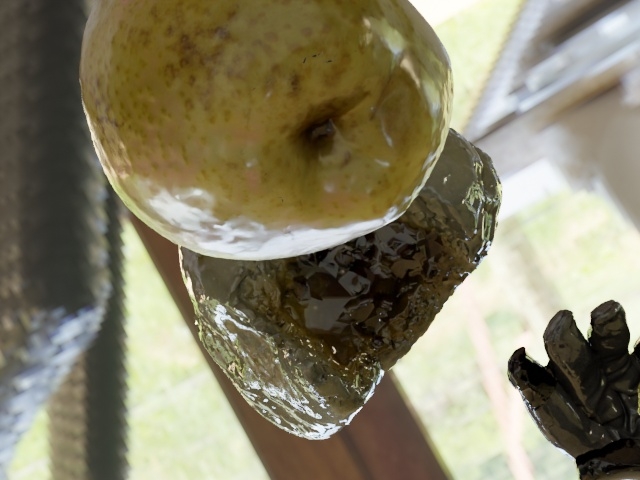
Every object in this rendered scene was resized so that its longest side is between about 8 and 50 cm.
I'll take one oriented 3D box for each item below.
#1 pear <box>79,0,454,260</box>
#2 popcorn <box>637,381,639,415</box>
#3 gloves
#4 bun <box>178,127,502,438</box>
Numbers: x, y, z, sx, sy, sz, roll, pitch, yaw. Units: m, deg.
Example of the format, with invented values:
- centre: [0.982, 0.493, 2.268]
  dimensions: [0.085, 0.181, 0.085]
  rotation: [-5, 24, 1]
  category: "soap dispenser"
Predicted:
- centre: [-0.021, -0.070, 0.840]
  dimensions: [0.178, 0.178, 0.178]
  rotation: [-28, 170, -5]
  category: "pear"
- centre: [0.251, 0.103, 1.091]
  dimensions: [0.126, 0.145, 0.126]
  rotation: [-63, 162, -16]
  category: "popcorn"
- centre: [0.250, 0.124, 1.277]
  dimensions: [0.285, 0.142, 0.119]
  rotation: [24, 134, -19]
  category: "gloves"
- centre: [0.002, -0.003, 1.470]
  dimensions: [0.281, 0.205, 0.281]
  rotation: [-49, -177, 3]
  category: "bun"
